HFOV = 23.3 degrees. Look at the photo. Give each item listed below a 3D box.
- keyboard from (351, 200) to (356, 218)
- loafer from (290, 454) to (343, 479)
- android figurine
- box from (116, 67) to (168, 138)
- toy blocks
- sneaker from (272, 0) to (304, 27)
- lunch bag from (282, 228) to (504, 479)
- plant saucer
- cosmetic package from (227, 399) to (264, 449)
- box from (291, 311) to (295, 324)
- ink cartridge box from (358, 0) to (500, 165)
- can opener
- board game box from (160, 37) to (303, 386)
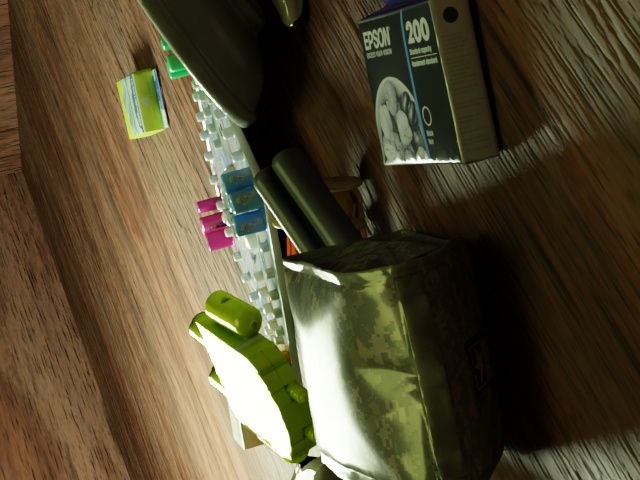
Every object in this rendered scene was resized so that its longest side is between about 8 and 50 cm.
[{"bbox_3d":[0.013,0.059,1.873,0.072,0.014,0.256,33,125,52],"label":"keyboard"},{"bbox_3d":[0.000,0.340,2.107,0.251,0.094,0.087,139,142,-60],"label":"loafer"},{"bbox_3d":[-0.080,0.185,2.028,0.273,0.056,0.248,25,140,56],"label":"android figurine"},{"bbox_3d":[-0.310,-0.236,2.698,0.178,0.042,0.109,178,79,-73],"label":"box"},{"bbox_3d":[0.000,0.000,1.802,0.123,0.054,0.148,5,108,35],"label":"toy blocks"},{"bbox_3d":[-0.073,-0.319,1.836,0.057,0.075,0.161,124,131,-67],"label":"sneaker"},{"bbox_3d":[0.082,0.118,1.524,0.287,0.169,0.235,-164,62,-75],"label":"lunch bag"},{"bbox_3d":[-0.164,-0.331,1.922,0.400,0.100,0.400,56,-173,-10],"label":"plant saucer"},{"bbox_3d":[-0.120,0.268,2.476,0.060,0.041,0.115,-147,46,-65],"label":"cosmetic package"},{"bbox_3d":[0.005,0.120,1.977,0.105,0.043,0.179,128,129,-68],"label":"box"},{"bbox_3d":[0.094,-0.175,1.476,0.206,0.045,0.208,-174,73,-72],"label":"ink cartridge box"},{"bbox_3d":[0.016,0.026,1.713,0.074,0.093,0.280,-39,76,36],"label":"can opener"},{"bbox_3d":[-0.123,-0.038,2.124,0.390,0.050,0.390,82,167,-44],"label":"board game box"}]
